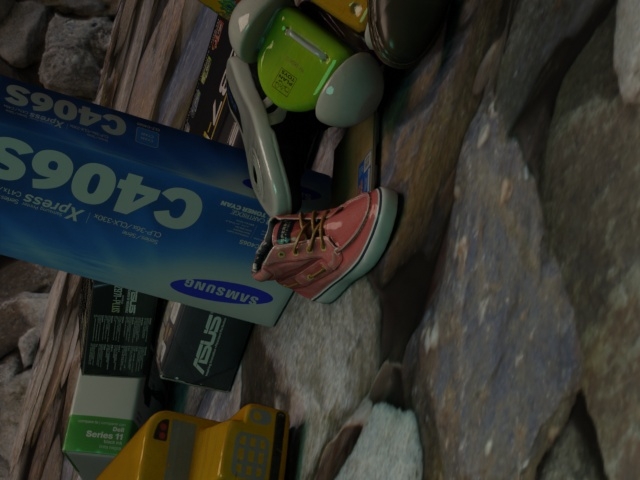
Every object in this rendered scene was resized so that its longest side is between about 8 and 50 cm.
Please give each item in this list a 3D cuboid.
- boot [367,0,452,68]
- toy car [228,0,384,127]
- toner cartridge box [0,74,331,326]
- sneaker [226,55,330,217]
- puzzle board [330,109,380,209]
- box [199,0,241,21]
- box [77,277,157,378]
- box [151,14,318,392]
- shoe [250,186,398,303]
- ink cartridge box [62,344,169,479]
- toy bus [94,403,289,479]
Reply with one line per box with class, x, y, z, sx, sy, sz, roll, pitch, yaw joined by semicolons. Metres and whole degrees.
boot;0.099;-0.255;1.169;0.106;0.082;0.219;159;128;-74
toy car;0.018;-0.199;1.302;0.182;0.159;0.136;-57;-18;15
toner cartridge box;-0.179;-0.033;1.397;0.075;0.348;0.165;-92;24;-47
sneaker;-0.015;-0.112;1.366;0.079;0.121;0.217;96;162;-45
puzzle board;0.033;-0.065;1.329;0.096;0.011;0.128;126;155;-47
box;-0.060;-0.454;1.573;0.290;0.177;0.279;-58;6;-32
box;-0.236;0.047;1.650;0.147;0.077;0.180;-113;30;-63
box;-0.109;-0.062;1.655;0.318;0.097;0.395;-126;53;-67
shoe;0.000;0.000;1.244;0.178;0.081;0.063;131;151;-56
ink cartridge box;-0.256;0.201;1.811;0.153;0.087;0.208;79;-164;-62
toy bus;-0.138;0.250;1.370;0.333;0.130;0.108;132;150;-57
